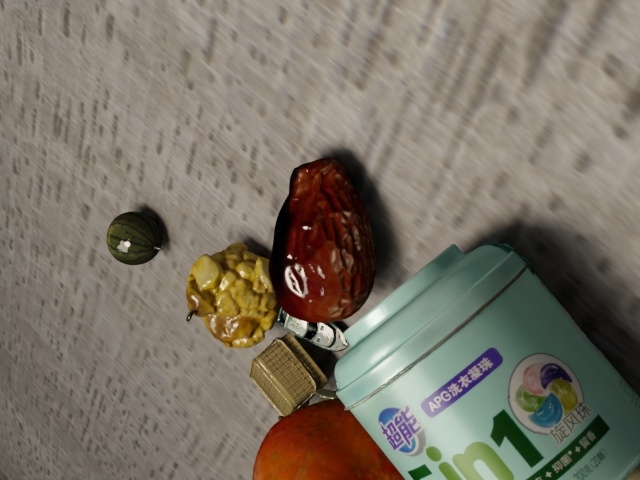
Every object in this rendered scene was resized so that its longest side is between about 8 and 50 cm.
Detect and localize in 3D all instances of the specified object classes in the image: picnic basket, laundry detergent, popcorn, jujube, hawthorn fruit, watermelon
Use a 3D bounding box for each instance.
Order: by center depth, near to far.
[{"bbox_3d":[0.189,0.176,1.030,0.305,0.287,0.287,51,143,6],"label":"laundry detergent"},{"bbox_3d":[0.000,0.000,1.226,0.168,0.168,0.237,5,103,46],"label":"jujube"},{"bbox_3d":[0.032,0.340,1.234,0.330,0.287,0.287,30,137,47],"label":"hawthorn fruit"},{"bbox_3d":[-0.145,0.086,1.460,0.194,0.163,0.140,48,-179,-44],"label":"popcorn"},{"bbox_3d":[-0.058,0.236,1.480,0.115,0.079,0.164,50,162,11],"label":"picnic basket"},{"bbox_3d":[-0.347,0.000,1.644,0.133,0.105,0.105,16,129,24],"label":"watermelon"}]

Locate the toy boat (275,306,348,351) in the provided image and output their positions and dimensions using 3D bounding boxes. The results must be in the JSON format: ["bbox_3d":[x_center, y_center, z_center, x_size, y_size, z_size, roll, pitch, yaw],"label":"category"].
[{"bbox_3d":[-0.010,0.142,1.417,0.141,0.060,0.055,27,110,26],"label":"toy boat"}]

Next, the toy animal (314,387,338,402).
[{"bbox_3d":[0.062,0.320,1.423,0.138,0.108,0.236,14,127,40],"label":"toy animal"}]

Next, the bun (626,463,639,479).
[{"bbox_3d":[0.450,0.342,1.002,0.210,0.116,0.237,-24,106,41],"label":"bun"}]
